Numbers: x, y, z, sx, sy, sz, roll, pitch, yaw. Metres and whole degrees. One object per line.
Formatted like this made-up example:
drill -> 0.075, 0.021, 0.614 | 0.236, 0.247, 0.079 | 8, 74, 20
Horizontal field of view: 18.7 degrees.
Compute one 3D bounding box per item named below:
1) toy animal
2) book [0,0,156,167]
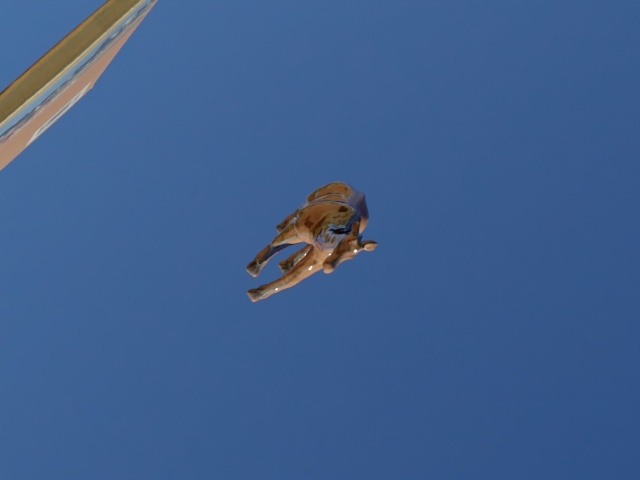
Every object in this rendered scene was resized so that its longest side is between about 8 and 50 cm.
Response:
toy animal -> 0.000, 0.000, 1.936 | 0.229, 0.066, 0.224 | -30, -167, 40
book -> -0.259, -0.112, 1.712 | 0.262, 0.028, 0.374 | -43, -176, -21
